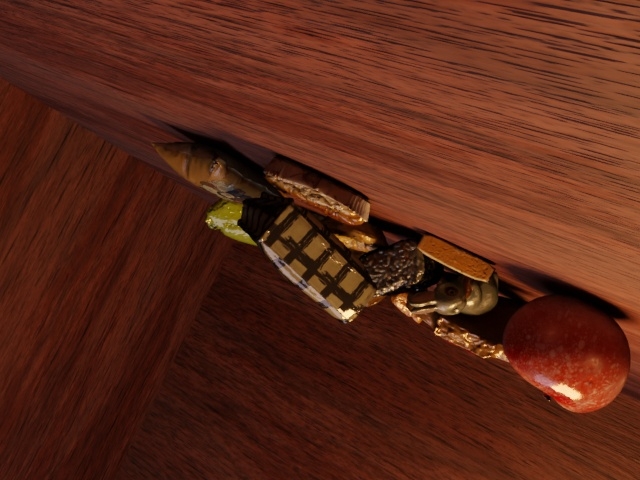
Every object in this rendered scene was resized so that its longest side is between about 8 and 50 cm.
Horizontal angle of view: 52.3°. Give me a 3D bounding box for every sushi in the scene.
[{"bbox_3d":[0.200,0.073,1.680,0.126,0.136,0.225,8,159,-39],"label":"sushi"}]

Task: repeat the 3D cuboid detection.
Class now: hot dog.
[{"bbox_3d":[-0.008,-0.110,1.510,0.267,0.075,0.144,24,175,12],"label":"hot dog"}]

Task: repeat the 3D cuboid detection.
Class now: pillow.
[{"bbox_3d":[-0.286,-0.189,1.858,0.312,0.119,0.310,20,176,41],"label":"pillow"}]

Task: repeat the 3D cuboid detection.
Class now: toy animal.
[{"bbox_3d":[0.344,0.147,1.621,0.236,0.138,0.108,-23,-164,-31],"label":"toy animal"}]

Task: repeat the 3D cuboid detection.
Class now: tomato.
[{"bbox_3d":[0.545,0.237,1.427,0.270,0.227,0.270,38,-170,-8],"label":"tomato"}]

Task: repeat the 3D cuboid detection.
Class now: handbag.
[{"bbox_3d":[-0.047,0.028,1.658,0.325,0.162,0.327,44,174,-22],"label":"handbag"}]

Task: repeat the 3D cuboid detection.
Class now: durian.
[{"bbox_3d":[-0.226,-0.086,2.327,0.339,0.205,0.256,18,-170,-4],"label":"durian"}]

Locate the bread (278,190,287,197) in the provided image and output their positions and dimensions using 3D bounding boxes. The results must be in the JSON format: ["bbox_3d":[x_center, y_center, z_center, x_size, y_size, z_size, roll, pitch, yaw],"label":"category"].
[{"bbox_3d":[-0.144,-0.144,2.026,0.083,0.046,0.081,30,168,-24],"label":"bread"}]

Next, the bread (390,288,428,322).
[{"bbox_3d":[0.267,0.129,1.950,0.139,0.077,0.271,40,-155,-9],"label":"bread"}]

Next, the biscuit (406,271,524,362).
[{"bbox_3d":[0.424,0.212,1.792,0.368,0.076,0.394,24,-160,13],"label":"biscuit"}]

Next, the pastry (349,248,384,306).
[{"bbox_3d":[0.149,0.124,2.259,0.132,0.235,0.240,24,-173,-35],"label":"pastry"}]

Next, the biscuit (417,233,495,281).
[{"bbox_3d":[0.322,0.042,1.549,0.188,0.052,0.056,28,-174,9],"label":"biscuit"}]

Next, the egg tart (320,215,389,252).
[{"bbox_3d":[0.092,-0.028,1.782,0.252,0.098,0.231,25,170,-41],"label":"egg tart"}]

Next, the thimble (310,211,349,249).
[{"bbox_3d":[0.000,0.000,2.232,0.198,0.143,0.235,30,172,-20],"label":"thimble"}]
